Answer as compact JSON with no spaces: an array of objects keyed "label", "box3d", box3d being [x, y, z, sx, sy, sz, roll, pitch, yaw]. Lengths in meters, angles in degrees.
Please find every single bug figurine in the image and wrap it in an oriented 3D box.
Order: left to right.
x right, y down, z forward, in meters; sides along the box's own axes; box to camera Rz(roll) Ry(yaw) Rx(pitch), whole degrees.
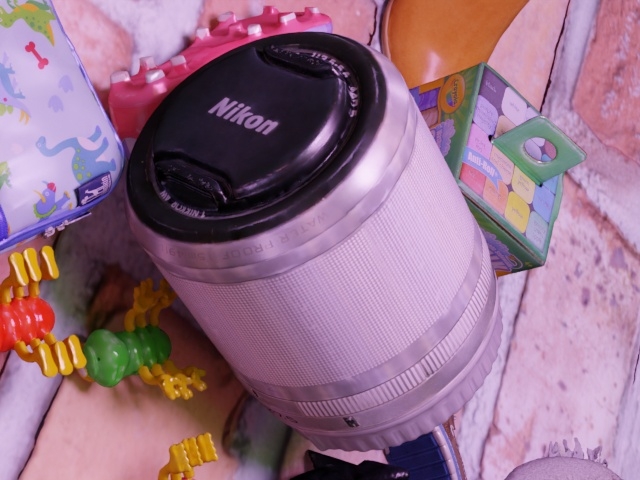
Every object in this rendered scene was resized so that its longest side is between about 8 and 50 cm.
[{"label":"bug figurine","box3d":[-0.159,0.144,1.211,0.216,0.072,0.279,-7,79,-53]}]

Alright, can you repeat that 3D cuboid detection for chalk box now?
[{"label":"chalk box","box3d":[0.120,-0.051,1.457,0.132,0.213,0.132,38,53,-32]}]

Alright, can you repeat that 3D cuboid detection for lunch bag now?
[{"label":"lunch bag","box3d":[-0.246,-0.096,1.183,0.176,0.090,0.219,-27,97,-44]}]

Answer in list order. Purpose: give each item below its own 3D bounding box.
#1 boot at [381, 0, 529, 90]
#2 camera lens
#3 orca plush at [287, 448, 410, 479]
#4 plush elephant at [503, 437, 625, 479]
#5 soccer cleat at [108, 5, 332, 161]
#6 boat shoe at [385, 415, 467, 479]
[{"label":"boot","box3d":[0.164,-0.230,1.555,0.104,0.211,0.295,6,79,-47]},{"label":"camera lens","box3d":[0.000,0.000,1.274,0.274,0.219,0.219,58,42,-42]},{"label":"orca plush","box3d":[-0.004,0.245,1.278,0.151,0.102,0.287,43,43,6]},{"label":"plush elephant","box3d":[0.274,0.287,1.468,0.330,0.255,0.272,-53,130,-47]},{"label":"soccer cleat","box3d":[-0.075,-0.123,1.385,0.248,0.083,0.095,-32,120,-47]},{"label":"boat shoe","box3d":[0.087,0.143,1.473,0.066,0.066,0.183,-31,101,-48]}]
